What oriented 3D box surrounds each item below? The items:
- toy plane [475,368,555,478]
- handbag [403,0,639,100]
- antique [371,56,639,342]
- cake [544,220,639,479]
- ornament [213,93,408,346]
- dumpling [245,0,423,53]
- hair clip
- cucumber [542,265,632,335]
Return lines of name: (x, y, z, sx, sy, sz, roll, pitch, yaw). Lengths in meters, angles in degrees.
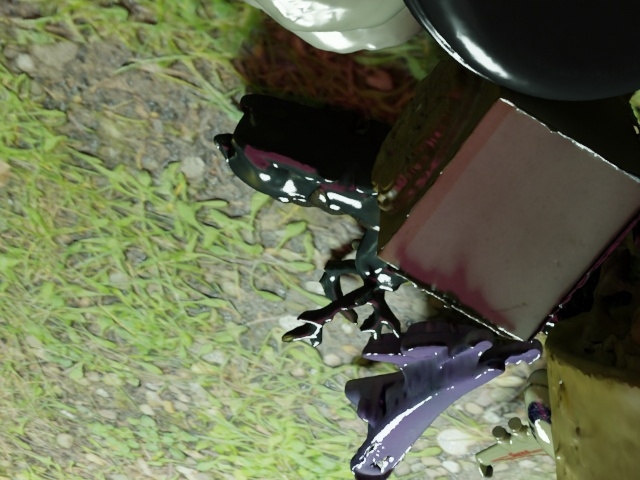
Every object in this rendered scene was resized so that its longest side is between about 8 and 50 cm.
toy plane: (0.238, 0.181, 1.136, 0.242, 0.104, 0.256, -4, 136, 31)
handbag: (0.141, -0.210, 0.649, 0.254, 0.093, 0.308, -27, 128, 9)
antique: (0.121, -0.044, 0.846, 0.148, 0.152, 0.146, 31, 117, -12)
cake: (0.310, 0.046, 0.843, 0.332, 0.332, 0.321, 1, 99, 22)
ornament: (0.000, 0.000, 1.037, 0.202, 0.080, 0.236, 15, 142, 0)
dumpling: (-0.008, -0.198, 0.767, 0.250, 0.132, 0.162, 28, 135, -35)
hair clip: (0.091, 0.127, 1.142, 0.137, 0.090, 0.278, 15, 142, -19)
cucumber: (0.276, 0.095, 1.043, 0.241, 0.074, 0.074, 33, 140, -19)
